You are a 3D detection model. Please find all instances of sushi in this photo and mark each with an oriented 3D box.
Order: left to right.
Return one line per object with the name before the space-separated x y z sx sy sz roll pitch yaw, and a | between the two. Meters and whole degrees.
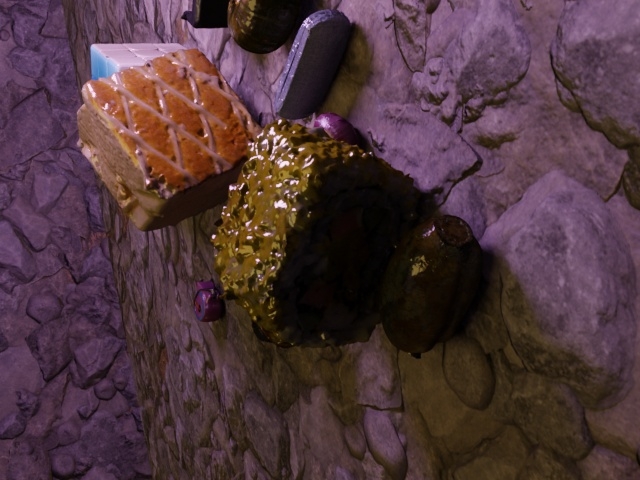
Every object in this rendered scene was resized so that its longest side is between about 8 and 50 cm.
sushi | 0.000 0.000 1.345 0.240 0.351 0.396 30 103 44

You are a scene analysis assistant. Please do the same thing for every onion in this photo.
onion | 0.027 -0.209 1.495 0.115 0.104 0.115 46 175 5

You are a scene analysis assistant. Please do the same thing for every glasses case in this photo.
glasses case | -0.020 -0.363 1.519 0.067 0.109 0.282 60 146 28

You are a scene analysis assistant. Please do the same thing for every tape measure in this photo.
tape measure | -0.362 0.200 2.319 0.118 0.074 0.125 44 130 54

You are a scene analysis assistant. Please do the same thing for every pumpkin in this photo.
pumpkin | -0.120 -0.528 1.599 0.224 0.157 0.223 -174 90 -68

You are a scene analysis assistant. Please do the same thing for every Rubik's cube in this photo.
Rubik's cube | -0.511 -0.425 2.171 0.292 0.291 0.290 39 131 48

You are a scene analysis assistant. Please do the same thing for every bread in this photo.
bread | -0.385 -0.251 1.848 0.390 0.371 0.279 50 147 12

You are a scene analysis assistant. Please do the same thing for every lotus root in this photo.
lotus root | 0.184 0.079 1.259 0.160 0.152 0.274 57 143 41

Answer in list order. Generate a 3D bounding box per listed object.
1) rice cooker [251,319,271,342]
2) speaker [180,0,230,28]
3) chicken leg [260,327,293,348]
rice cooker | -0.112 0.202 1.856 0.165 0.107 0.112 -39 65 61
speaker | -0.235 -0.680 1.737 0.184 0.180 0.388 57 144 43
chicken leg | -0.115 0.075 1.690 0.211 0.140 0.360 129 128 -71
